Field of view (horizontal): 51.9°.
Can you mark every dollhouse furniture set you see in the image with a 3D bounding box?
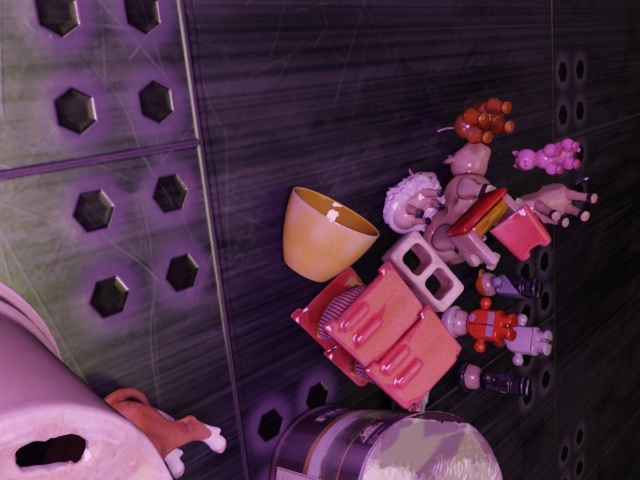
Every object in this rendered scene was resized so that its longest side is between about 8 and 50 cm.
[{"bbox_3d":[0.155,0.038,0.916,0.374,0.201,0.152,-44,98,-14],"label":"dollhouse furniture set"}]

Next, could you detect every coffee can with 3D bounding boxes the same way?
[{"bbox_3d":[0.075,0.324,0.867,0.201,0.275,0.202,6,76,-25],"label":"coffee can"}]

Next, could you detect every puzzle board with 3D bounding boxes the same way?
[{"bbox_3d":[0.175,0.312,1.184,0.096,0.011,0.128,32,67,-61],"label":"puzzle board"}]

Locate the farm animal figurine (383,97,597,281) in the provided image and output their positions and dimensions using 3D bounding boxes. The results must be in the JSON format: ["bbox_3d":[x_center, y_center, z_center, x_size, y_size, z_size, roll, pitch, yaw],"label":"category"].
[{"bbox_3d":[0.290,-0.082,1.164,0.330,0.172,0.327,41,85,-28],"label":"farm animal figurine"}]

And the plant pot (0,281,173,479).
[{"bbox_3d":[-0.282,0.192,0.489,0.333,0.305,0.334,-8,101,-46],"label":"plant pot"}]

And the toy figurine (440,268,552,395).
[{"bbox_3d":[0.343,0.179,1.284,0.209,0.148,0.213,-44,123,-41],"label":"toy figurine"}]

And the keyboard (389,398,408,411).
[{"bbox_3d":[0.138,0.349,1.165,0.108,0.023,0.180,4,93,-57],"label":"keyboard"}]

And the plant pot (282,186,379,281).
[{"bbox_3d":[0.000,0.000,0.907,0.134,0.134,0.095,14,110,-47],"label":"plant pot"}]

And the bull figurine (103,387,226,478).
[{"bbox_3d":[-0.225,0.322,0.721,0.188,0.101,0.311,27,78,-50],"label":"bull figurine"}]
